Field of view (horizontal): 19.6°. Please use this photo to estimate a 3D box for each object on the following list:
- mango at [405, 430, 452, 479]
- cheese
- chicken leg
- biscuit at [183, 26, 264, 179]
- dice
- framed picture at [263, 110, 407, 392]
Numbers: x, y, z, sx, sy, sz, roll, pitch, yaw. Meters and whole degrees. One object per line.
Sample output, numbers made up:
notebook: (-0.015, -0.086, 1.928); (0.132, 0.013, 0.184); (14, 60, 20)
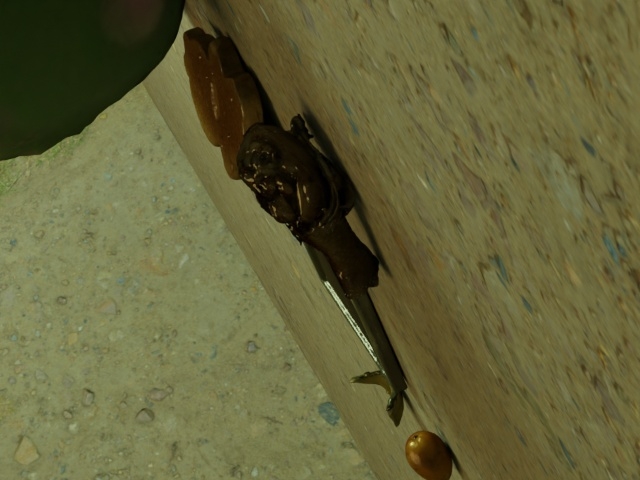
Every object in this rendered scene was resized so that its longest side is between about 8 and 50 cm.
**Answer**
mango: (0.123, 0.245, 2.066); (0.060, 0.046, 0.089); (56, 177, 41)
cheese: (0.072, 0.177, 2.223); (0.084, 0.041, 0.060); (40, 172, 30)
chicken leg: (-0.001, -0.030, 1.701); (0.196, 0.080, 0.125); (54, -174, -11)
biscuit: (-0.102, -0.151, 2.028); (0.225, 0.036, 0.166); (-136, 33, -61)
dice: (-0.356, -0.295, 1.920); (0.322, 0.318, 0.330); (32, 154, 46)
framed picture: (0.000, 0.000, 2.087); (0.240, 0.020, 0.324); (55, 172, 50)
